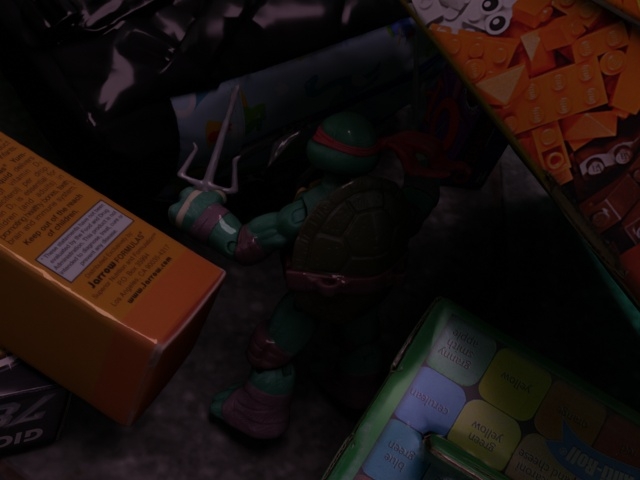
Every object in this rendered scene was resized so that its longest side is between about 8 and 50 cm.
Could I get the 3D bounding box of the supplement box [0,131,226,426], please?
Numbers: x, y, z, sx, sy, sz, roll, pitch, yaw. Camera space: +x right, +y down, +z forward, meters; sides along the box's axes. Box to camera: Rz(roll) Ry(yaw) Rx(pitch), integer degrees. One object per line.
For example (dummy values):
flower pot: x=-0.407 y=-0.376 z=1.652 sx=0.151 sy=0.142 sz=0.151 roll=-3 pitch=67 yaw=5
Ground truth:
supplement box: x=-0.173 y=-0.002 z=0.585 sx=0.233 sy=0.078 sz=0.080 roll=31 pitch=42 yaw=3

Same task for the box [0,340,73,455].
box: x=-0.324 y=0.010 z=0.606 sx=0.295 sy=0.073 sz=0.293 roll=-10 pitch=54 yaw=-32

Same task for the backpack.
backpack: x=-0.056 y=-0.176 z=0.798 sx=0.355 sy=0.273 sz=0.290 roll=-30 pitch=61 yaw=-17

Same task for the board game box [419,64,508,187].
board game box: x=0.118 y=-0.241 z=0.942 sx=0.056 sy=0.208 sz=0.347 roll=2 pitch=48 yaw=-18

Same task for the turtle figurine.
turtle figurine: x=0.000 y=0.000 z=0.639 sx=0.175 sy=0.234 sz=0.118 roll=-1 pitch=27 yaw=-16

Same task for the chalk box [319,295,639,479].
chalk box: x=0.076 y=0.124 z=0.550 sx=0.132 sy=0.213 sz=0.132 roll=32 pitch=73 yaw=7

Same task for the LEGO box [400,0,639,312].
LEGO box: x=0.235 y=-0.051 z=0.623 sx=0.500 sy=0.193 sz=0.372 roll=36 pitch=19 yaw=-54
